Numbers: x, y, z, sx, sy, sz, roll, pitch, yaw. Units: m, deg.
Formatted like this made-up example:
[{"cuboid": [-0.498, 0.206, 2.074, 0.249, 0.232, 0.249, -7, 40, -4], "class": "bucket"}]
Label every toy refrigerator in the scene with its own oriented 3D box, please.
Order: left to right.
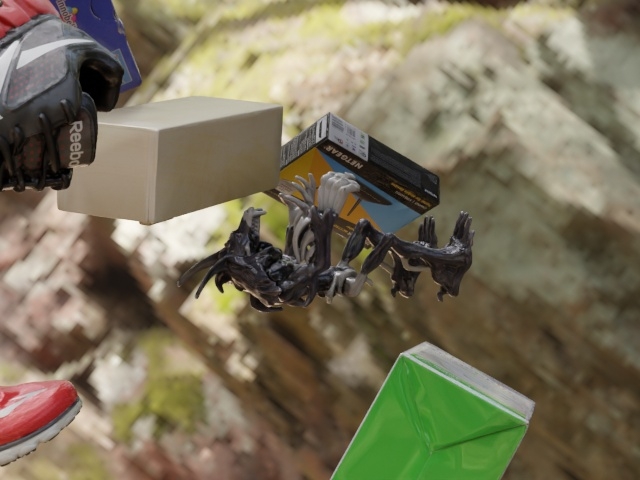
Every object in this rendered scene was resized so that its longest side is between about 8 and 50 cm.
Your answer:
[{"cuboid": [-0.136, -0.077, 1.775, 0.102, 0.094, 0.269, 8, 11, 21], "class": "toy refrigerator"}]

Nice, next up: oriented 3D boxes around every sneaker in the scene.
[{"cuboid": [-0.365, 0.151, 1.759, 0.107, 0.279, 0.118, -83, 166, -73], "class": "sneaker"}, {"cuboid": [-0.236, -0.077, 1.331, 0.135, 0.276, 0.097, 27, -46, 13], "class": "sneaker"}]

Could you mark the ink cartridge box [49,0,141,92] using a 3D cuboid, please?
[{"cuboid": [-0.310, -0.303, 1.899, 0.270, 0.151, 0.395, 74, -9, -53], "class": "ink cartridge box"}]

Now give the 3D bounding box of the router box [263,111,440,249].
[{"cuboid": [0.034, -0.068, 2.231, 0.179, 0.046, 0.133, 28, -43, -30], "class": "router box"}]

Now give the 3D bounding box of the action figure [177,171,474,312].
[{"cuboid": [0.000, 0.000, 1.835, 0.276, 0.141, 0.164, 0, 5, -25], "class": "action figure"}]

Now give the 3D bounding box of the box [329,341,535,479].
[{"cuboid": [0.065, 0.228, 1.599, 0.127, 0.262, 0.231, 29, 2, 8], "class": "box"}]
